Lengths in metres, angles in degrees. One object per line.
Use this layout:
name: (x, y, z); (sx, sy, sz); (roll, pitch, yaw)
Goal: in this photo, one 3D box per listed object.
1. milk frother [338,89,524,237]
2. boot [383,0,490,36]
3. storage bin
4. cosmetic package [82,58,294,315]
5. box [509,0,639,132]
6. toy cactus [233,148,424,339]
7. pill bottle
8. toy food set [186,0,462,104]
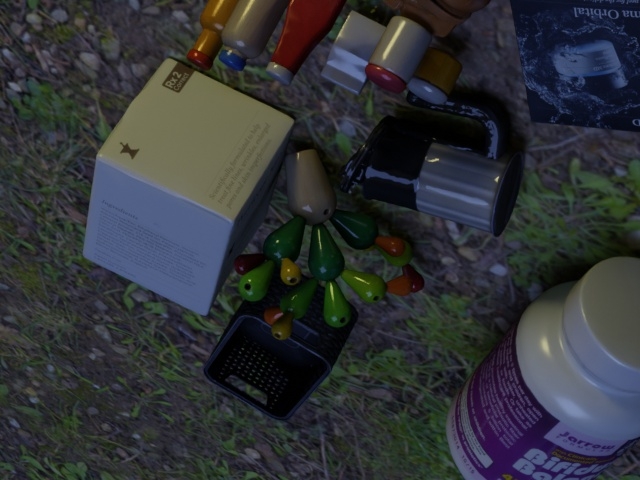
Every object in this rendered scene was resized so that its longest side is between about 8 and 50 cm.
milk frother: (0.100, -0.059, 1.254); (0.134, 0.143, 0.129); (17, 135, 19)
boot: (0.060, -0.255, 1.112); (0.197, 0.073, 0.152); (50, 163, 4)
storage bin: (-0.049, 0.122, 1.619); (0.122, 0.084, 0.180); (31, 145, -4)
cosmetic package: (-0.137, -0.052, 1.411); (0.151, 0.151, 0.184); (26, 145, 3)
box: (0.240, -0.171, 1.072); (0.156, 0.093, 0.158); (8, 140, 26)
toy cactus: (0.000, 0.000, 1.401); (0.112, 0.219, 0.181); (-22, 81, 64)
pill bottle: (0.252, 0.144, 1.375); (0.169, 0.169, 0.301); (28, 145, 1)
toy food set: (-0.001, -0.162, 1.195); (0.232, 0.105, 0.111); (28, 175, 5)
